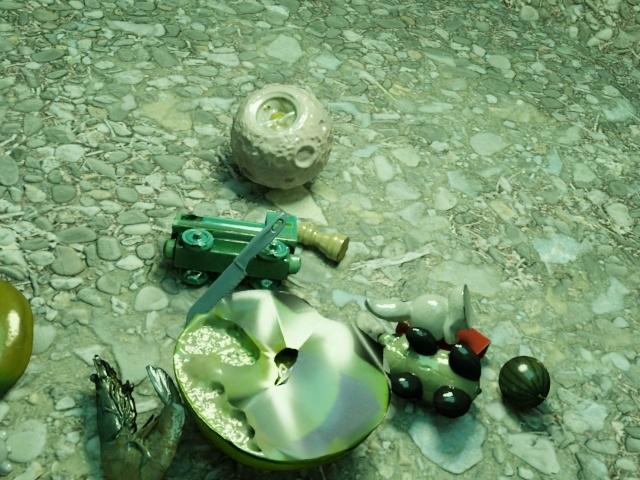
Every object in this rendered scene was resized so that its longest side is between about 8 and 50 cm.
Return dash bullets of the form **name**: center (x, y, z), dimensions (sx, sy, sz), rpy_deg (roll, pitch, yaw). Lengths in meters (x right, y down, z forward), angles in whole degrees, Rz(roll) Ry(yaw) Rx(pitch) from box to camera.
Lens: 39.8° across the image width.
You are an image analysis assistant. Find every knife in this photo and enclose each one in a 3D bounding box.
- **knife**: center (-0.173, 0.062, 1.831), dimensions (0.044, 0.019, 0.313), rpy_deg (45, 83, -13)

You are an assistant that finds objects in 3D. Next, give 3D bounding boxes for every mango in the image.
- **mango**: center (-0.610, 0.178, 1.635), dimensions (0.157, 0.114, 0.251), rpy_deg (1, 41, -25)

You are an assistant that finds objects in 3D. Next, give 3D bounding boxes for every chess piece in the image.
- **chess piece**: center (0.000, 0.000, 2.050), dimensions (0.122, 0.066, 0.066), rpy_deg (21, 41, 15)

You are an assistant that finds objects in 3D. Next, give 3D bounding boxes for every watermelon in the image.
- **watermelon**: center (0.422, 0.294, 1.799), dimensions (0.105, 0.105, 0.133), rpy_deg (-2, 23, -18)

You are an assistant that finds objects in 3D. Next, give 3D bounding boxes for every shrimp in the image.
- **shrimp**: center (-0.323, 0.297, 1.557), dimensions (0.178, 0.075, 0.289), rpy_deg (-32, 45, 10)

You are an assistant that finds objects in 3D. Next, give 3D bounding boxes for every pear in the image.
- **pear**: center (-0.083, 0.284, 1.627), dimensions (0.399, 0.165, 0.398), rpy_deg (8, 41, -7)

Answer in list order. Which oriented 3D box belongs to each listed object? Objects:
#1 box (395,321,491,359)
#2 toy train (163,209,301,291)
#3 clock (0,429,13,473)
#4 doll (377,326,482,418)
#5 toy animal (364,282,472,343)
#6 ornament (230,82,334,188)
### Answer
- **box**: center (0.262, 0.207, 1.899), dimensions (0.175, 0.048, 0.112), rpy_deg (37, 48, 23)
- **toy train**: center (-0.191, 0.010, 1.948), dimensions (0.298, 0.120, 0.194), rpy_deg (8, 34, -7)
- **clock**: center (-0.591, 0.333, 1.494), dimensions (0.117, 0.080, 0.176), rpy_deg (-11, 48, -25)
- **doll**: center (0.211, 0.262, 1.765), dimensions (0.234, 0.135, 0.143), rpy_deg (22, 77, 11)
- **toy animal**: center (0.202, 0.163, 1.835), dimensions (0.221, 0.130, 0.104), rpy_deg (-7, 11, 12)
- **ornament**: center (-0.095, -0.250, 2.169), dimensions (0.260, 0.225, 0.259), rpy_deg (-3, 60, 4)
